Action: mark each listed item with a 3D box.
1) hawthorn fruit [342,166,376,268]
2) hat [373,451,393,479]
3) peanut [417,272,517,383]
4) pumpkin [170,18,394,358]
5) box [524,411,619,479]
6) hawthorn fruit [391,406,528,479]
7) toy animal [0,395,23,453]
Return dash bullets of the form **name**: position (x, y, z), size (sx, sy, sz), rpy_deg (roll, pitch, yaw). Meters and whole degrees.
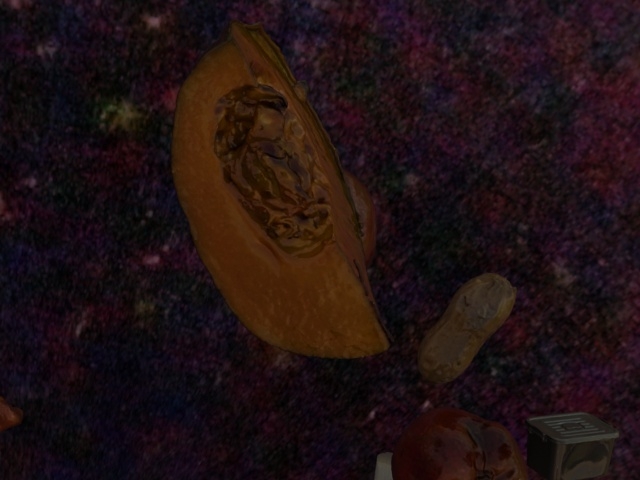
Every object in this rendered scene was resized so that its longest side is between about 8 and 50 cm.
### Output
- **hawthorn fruit**: position (0.000, 0.000, 1.123), size (0.168, 0.169, 0.188), rpy_deg (11, 49, -13)
- **hat**: position (0.248, 0.521, 1.757), size (0.301, 0.168, 0.258), rpy_deg (23, 47, -15)
- **peanut**: position (0.228, 0.137, 1.367), size (0.099, 0.099, 0.214), rpy_deg (40, 88, 9)
- **pumpkin**: position (-0.031, -0.031, 0.703), size (0.279, 0.111, 0.163), rpy_deg (62, 18, 4)
- **box**: position (0.346, 0.288, 1.196), size (0.122, 0.084, 0.069), rpy_deg (-1, 102, -21)
- **hawthorn fruit**: position (0.198, 0.347, 1.329), size (0.207, 0.243, 0.208), rpy_deg (-2, 96, -15)
- **toy animal**: position (-0.431, 0.269, 0.857), size (0.195, 0.169, 0.281), rpy_deg (22, 80, 17)
